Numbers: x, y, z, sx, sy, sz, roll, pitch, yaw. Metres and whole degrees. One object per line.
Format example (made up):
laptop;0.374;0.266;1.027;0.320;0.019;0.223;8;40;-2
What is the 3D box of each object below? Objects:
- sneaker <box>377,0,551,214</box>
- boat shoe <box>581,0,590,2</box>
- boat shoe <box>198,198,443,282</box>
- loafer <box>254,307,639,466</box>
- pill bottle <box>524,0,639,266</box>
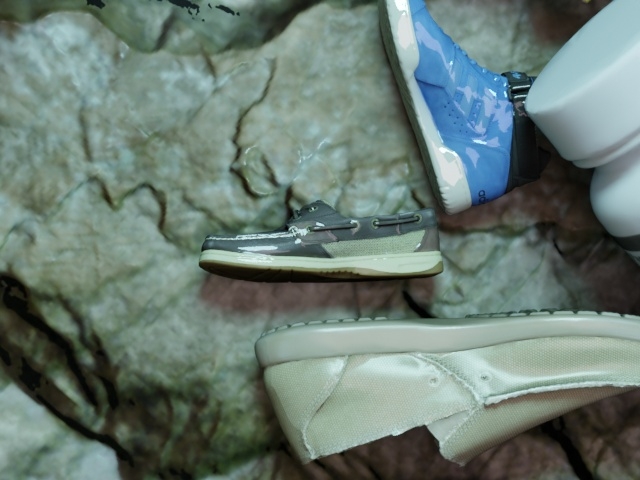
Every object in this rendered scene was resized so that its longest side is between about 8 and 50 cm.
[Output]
sneaker;0.093;-0.100;1.132;0.084;0.058;0.152;-19;94;-3
boat shoe;0.149;-0.209;1.133;0.342;0.123;0.123;8;116;-15
boat shoe;0.000;0.000;1.120;0.152;0.056;0.049;1;82;-18
loafer;0.096;0.089;1.109;0.268;0.102;0.092;-2;89;1
pill bottle;0.263;-0.021;1.086;0.161;0.161;0.283;-45;101;-8
